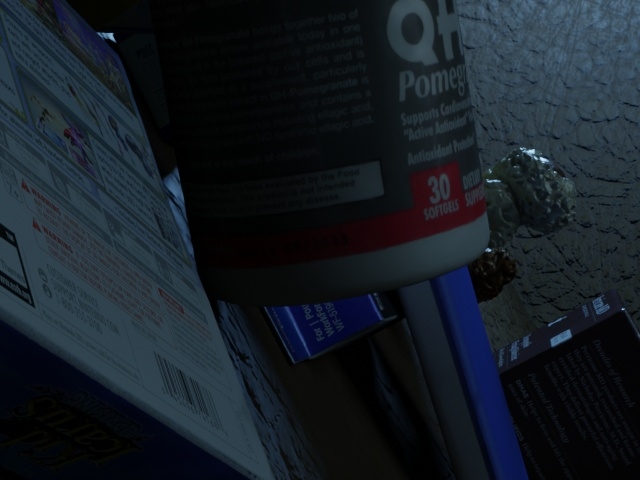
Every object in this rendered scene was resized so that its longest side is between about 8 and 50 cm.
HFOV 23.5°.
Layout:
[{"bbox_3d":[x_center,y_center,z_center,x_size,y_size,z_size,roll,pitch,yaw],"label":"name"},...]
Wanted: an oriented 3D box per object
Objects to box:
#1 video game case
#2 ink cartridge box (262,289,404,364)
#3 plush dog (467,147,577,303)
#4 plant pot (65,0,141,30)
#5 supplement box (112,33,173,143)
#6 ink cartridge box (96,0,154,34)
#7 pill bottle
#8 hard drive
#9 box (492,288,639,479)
[{"bbox_3d":[-0.130,-0.033,0.576,0.269,0.061,0.244,47,18,-57],"label":"video game case"},{"bbox_3d":[0.000,0.000,1.172,0.165,0.065,0.332,62,10,4],"label":"ink cartridge box"},{"bbox_3d":[0.097,-0.026,1.539,0.262,0.211,0.225,34,22,8],"label":"plush dog"},{"bbox_3d":[-0.133,-0.250,0.722,0.187,0.212,0.212,19,54,-47],"label":"plant pot"},{"bbox_3d":[-0.079,-0.118,1.028,0.083,0.083,0.056,62,9,13],"label":"supplement box"},{"bbox_3d":[-0.081,-0.231,0.964,0.206,0.045,0.208,-6,97,-49],"label":"ink cartridge box"},{"bbox_3d":[-0.010,-0.134,0.880,0.176,0.176,0.319,-65,146,-78],"label":"pill bottle"},{"bbox_3d":[0.123,0.126,1.267,0.210,0.040,0.319,-70,144,-73],"label":"hard drive"},{"bbox_3d":[0.266,0.178,1.624,0.167,0.203,0.168,60,9,-1],"label":"box"}]
